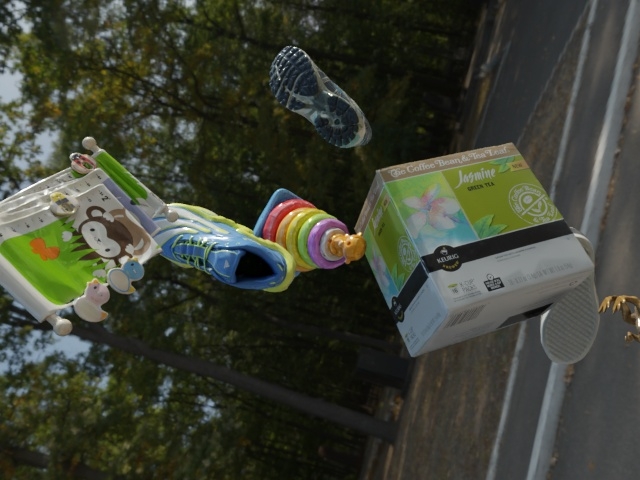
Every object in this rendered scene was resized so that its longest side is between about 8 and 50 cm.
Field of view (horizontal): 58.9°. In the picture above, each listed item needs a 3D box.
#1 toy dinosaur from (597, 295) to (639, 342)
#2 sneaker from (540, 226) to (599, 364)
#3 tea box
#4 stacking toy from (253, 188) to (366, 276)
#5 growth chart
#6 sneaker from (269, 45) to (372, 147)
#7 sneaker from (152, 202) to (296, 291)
[{"bbox_3d":[0.496,0.111,0.868,0.064,0.112,0.212,112,-175,-52],"label":"toy dinosaur"},{"bbox_3d":[0.575,0.122,1.315,0.127,0.126,0.321,-55,-35,-66],"label":"sneaker"},{"bbox_3d":[0.290,0.012,1.151,0.220,0.328,0.324,106,146,-56],"label":"tea box"},{"bbox_3d":[0.000,0.000,1.195,0.165,0.301,0.175,34,-104,-33],"label":"stacking toy"},{"bbox_3d":[-0.254,-0.013,0.608,0.021,0.172,0.237,-49,6,35],"label":"growth chart"},{"bbox_3d":[0.000,-0.292,1.199,0.110,0.283,0.122,-45,-21,21],"label":"sneaker"},{"bbox_3d":[-0.147,0.006,0.782,0.126,0.240,0.091,161,126,-87],"label":"sneaker"}]
